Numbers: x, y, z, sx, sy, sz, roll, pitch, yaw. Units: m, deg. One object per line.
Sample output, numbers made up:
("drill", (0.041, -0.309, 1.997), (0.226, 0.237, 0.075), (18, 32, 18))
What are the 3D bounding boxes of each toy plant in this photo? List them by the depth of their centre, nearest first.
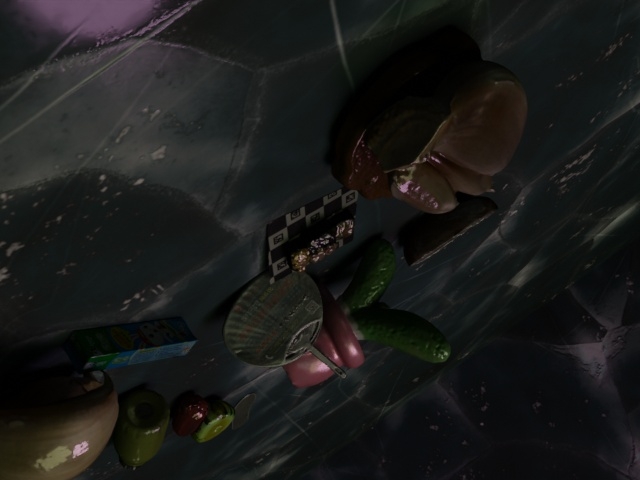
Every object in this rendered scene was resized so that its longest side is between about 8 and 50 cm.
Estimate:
("toy plant", (0.069, 0.205, 1.942), (0.356, 0.317, 0.211), (-25, 163, -9))

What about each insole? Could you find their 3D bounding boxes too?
("insole", (-0.221, 0.484, 2.412), (0.080, 0.003, 0.232), (-25, 155, -26))

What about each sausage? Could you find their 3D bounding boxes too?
("sausage", (-0.314, 0.419, 2.060), (0.076, 0.076, 0.141), (-21, 152, -35))

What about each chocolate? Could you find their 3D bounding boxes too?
("chocolate", (0.301, -0.037, 2.065), (0.254, 0.080, 0.157), (-33, 172, -6))

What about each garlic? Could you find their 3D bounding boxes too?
("garlic", (-0.479, 0.319, 1.442), (0.313, 0.249, 0.286), (3, 136, -45))
("garlic", (0.226, -0.178, 1.447), (0.279, 0.132, 0.325), (-49, 151, 22))

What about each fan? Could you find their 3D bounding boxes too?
("fan", (-0.055, 0.166, 1.791), (0.294, 0.012, 0.223), (11, 98, -20))

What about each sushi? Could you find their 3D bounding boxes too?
("sushi", (0.000, 0.000, 1.691), (0.215, 0.050, 0.192), (-28, 147, -23))

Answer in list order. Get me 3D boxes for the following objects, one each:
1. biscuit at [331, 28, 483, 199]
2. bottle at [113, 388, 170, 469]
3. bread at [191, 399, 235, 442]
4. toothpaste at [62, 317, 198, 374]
("biscuit", (0.179, -0.215, 1.545), (0.359, 0.074, 0.381), (-49, 157, 26))
("bottle", (-0.403, 0.431, 1.898), (0.112, 0.112, 0.260), (-23, 154, -31))
("bread", (-0.280, 0.453, 2.175), (0.130, 0.071, 0.139), (-31, 159, -6))
("toothpaste", (-0.343, 0.191, 1.579), (0.050, 0.065, 0.266), (-48, 155, 26))
